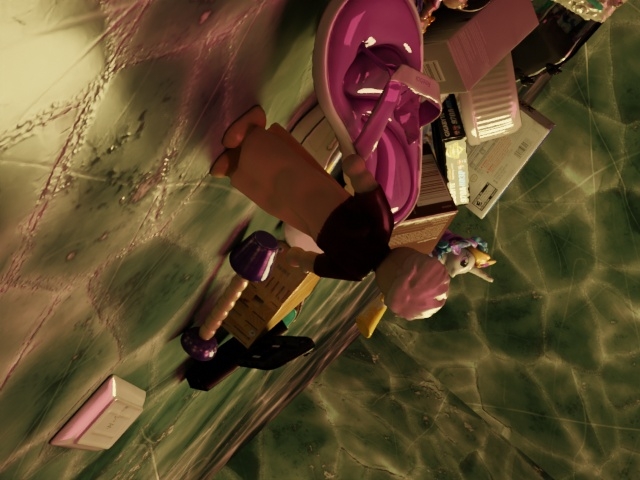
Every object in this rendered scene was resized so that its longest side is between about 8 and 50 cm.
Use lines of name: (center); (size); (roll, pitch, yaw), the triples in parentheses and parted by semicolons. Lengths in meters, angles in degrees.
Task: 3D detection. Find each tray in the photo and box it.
tray: (-0.364, 0.306, 1.638); (0.145, 0.030, 0.270); (-49, 170, -10)

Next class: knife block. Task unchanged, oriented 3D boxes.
knife block: (-0.066, 0.086, 1.946); (0.276, 0.088, 0.242); (-51, 169, 2)

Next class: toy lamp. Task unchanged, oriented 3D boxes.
toy lamp: (-0.154, 0.094, 1.647); (0.275, 0.080, 0.080); (-56, 168, 31)

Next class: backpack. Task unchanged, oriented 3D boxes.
backpack: (0.476, -0.464, 1.955); (0.253, 0.191, 0.225); (-39, -172, -20)

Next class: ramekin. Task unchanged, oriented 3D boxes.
ramekin: (0.332, -0.298, 1.898); (0.109, 0.207, 0.207); (-10, 178, 13)

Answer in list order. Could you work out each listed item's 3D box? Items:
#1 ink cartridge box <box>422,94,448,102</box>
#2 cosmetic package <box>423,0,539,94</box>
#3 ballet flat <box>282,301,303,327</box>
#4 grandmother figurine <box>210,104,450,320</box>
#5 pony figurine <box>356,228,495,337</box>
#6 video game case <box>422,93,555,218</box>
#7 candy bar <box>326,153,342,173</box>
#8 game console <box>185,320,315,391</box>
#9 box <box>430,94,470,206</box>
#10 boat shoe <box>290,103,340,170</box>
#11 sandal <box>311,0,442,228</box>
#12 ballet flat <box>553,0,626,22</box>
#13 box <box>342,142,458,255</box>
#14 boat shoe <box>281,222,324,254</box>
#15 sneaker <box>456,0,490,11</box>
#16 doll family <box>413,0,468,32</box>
ink cartridge box: (0.164, -0.255, 1.744); (0.191, 0.082, 0.139); (-51, 170, 12)
cosmetic package: (0.242, -0.338, 1.590); (0.127, 0.107, 0.238); (1, -141, 46)
ballet flat: (-0.069, 0.122, 2.145); (0.221, 0.076, 0.079); (-60, -175, 42)
grandmother figurine: (0.022, -0.028, 1.216); (0.104, 0.342, 0.208); (-43, 168, -33)
pony figurine: (0.177, 0.008, 2.166); (0.363, 0.351, 0.303); (-23, 154, -26)
video game case: (0.347, -0.226, 2.156); (0.270, 0.244, 0.061); (-57, 169, 33)
candy bar: (0.035, -0.162, 1.703); (0.161, 0.018, 0.040); (-56, 168, 28)
game console: (-0.132, 0.225, 1.878); (0.213, 0.044, 0.361); (-35, -170, -23)
box: (0.258, -0.199, 1.934); (0.051, 0.175, 0.220); (-11, 145, 4)
boat shoe: (0.059, -0.199, 1.483); (0.258, 0.084, 0.095); (-46, 169, -21)
sandal: (0.096, -0.154, 1.208); (0.169, 0.102, 0.416); (-43, 147, -20)
ballet flat: (0.528, -0.502, 1.758); (0.409, 0.147, 0.147); (-51, 173, -44)
box: (0.148, -0.065, 1.946); (0.167, 0.169, 0.203); (-12, 154, -19)
boat shoe: (0.000, 0.000, 1.834); (0.219, 0.070, 0.078); (23, 91, -41)
sneaker: (0.286, -0.480, 1.492); (0.283, 0.107, 0.124); (-48, -175, 9)
doll family: (0.093, -0.289, 1.287); (0.263, 0.118, 0.163); (-56, 151, 7)
